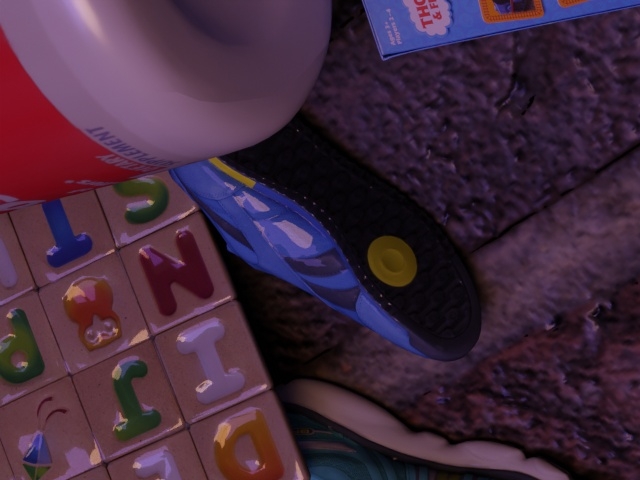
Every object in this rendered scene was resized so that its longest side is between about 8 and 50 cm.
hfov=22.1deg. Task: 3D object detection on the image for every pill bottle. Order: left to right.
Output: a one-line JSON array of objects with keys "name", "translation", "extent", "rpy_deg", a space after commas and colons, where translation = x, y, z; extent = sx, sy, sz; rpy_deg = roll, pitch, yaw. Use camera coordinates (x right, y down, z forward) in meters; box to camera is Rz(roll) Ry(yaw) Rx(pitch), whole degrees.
[{"name": "pill bottle", "translation": [-0.217, -0.119, 0.874], "extent": [0.407, 0.229, 0.229], "rpy_deg": [-12, 111, 32]}]

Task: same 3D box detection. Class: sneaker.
[{"name": "sneaker", "translation": [0.000, 0.000, 0.941], "extent": [0.209, 0.069, 0.082], "rpy_deg": [39, 143, 0]}, {"name": "sneaker", "translation": [0.061, 0.179, 0.979], "extent": [0.275, 0.110, 0.107], "rpy_deg": [17, 123, 17]}]

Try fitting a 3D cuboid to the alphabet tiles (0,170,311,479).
[{"name": "alphabet tiles", "translation": [-0.174, 0.093, 0.989], "extent": [0.285, 0.011, 0.343], "rpy_deg": [-25, 80, 12]}]

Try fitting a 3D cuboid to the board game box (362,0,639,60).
[{"name": "board game box", "translation": [0.102, -0.184, 0.793], "extent": [0.211, 0.039, 0.160], "rpy_deg": [-8, 113, 30]}]
